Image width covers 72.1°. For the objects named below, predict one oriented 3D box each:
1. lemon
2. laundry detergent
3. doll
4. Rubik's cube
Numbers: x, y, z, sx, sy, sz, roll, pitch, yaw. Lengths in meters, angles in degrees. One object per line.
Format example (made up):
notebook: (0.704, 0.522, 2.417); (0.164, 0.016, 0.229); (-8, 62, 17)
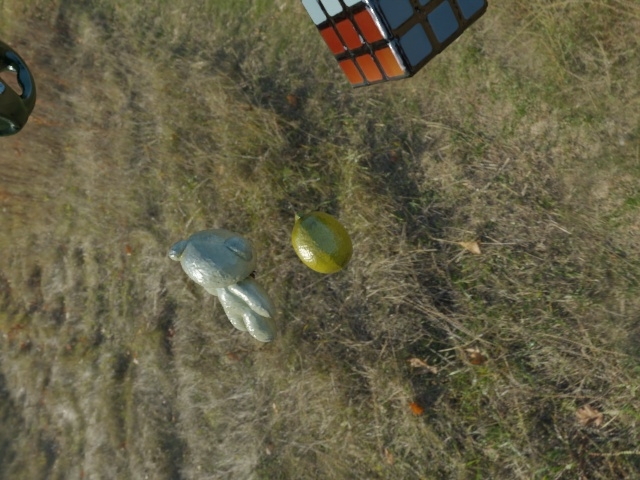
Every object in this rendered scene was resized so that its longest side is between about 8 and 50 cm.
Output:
lemon: (0.000, 0.000, 0.659); (0.110, 0.082, 0.082); (46, 125, -5)
laundry detergent: (-0.491, -0.244, 0.636); (0.063, 0.138, 0.210); (-54, 45, 46)
doll: (-0.170, 0.086, 0.898); (0.175, 0.277, 0.149); (-7, 35, 14)
Rubik's cube: (0.095, -0.327, 0.601); (0.162, 0.160, 0.163); (-42, 26, -9)
